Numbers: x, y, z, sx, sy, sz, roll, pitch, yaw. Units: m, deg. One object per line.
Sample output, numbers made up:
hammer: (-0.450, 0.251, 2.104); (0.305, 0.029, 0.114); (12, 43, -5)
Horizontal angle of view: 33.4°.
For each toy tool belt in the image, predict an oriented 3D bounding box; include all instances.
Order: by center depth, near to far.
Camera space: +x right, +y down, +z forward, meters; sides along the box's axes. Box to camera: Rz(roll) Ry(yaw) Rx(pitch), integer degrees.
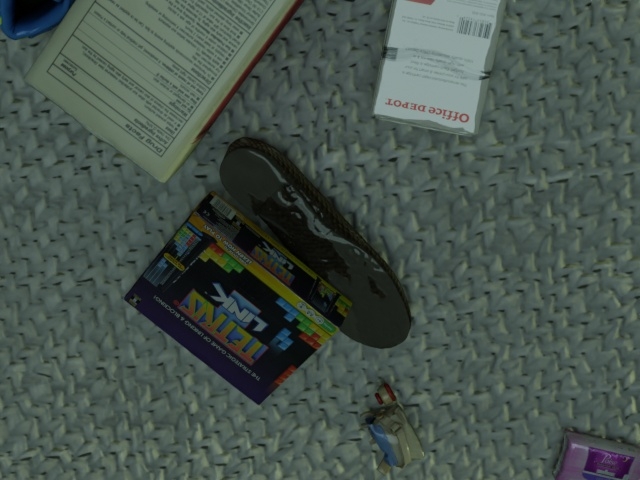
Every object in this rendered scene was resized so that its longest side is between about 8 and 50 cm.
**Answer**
toy tool belt: (0.063, 0.188, 1.052); (0.051, 0.052, 0.083); (-28, 100, 1)

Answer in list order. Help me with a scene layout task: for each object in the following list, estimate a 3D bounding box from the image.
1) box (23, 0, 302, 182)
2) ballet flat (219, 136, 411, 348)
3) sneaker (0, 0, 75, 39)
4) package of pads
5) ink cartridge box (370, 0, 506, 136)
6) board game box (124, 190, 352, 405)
box: (-0.119, -0.192, 0.929); (0.148, 0.127, 0.232); (37, 104, -6)
ballet flat: (0.000, 0.000, 1.011); (0.084, 0.058, 0.250); (-38, 103, 24)
sneaker: (-0.199, -0.259, 0.907); (0.091, 0.126, 0.240); (30, 114, -25)
package of pads: (0.276, 0.221, 1.057); (0.083, 0.032, 0.050); (13, 106, 0)
ink cartridge box: (0.105, -0.170, 0.956); (0.099, 0.056, 0.135); (12, 104, 1)
board game box: (-0.079, 0.057, 1.006); (0.170, 0.048, 0.141); (39, 124, -6)
